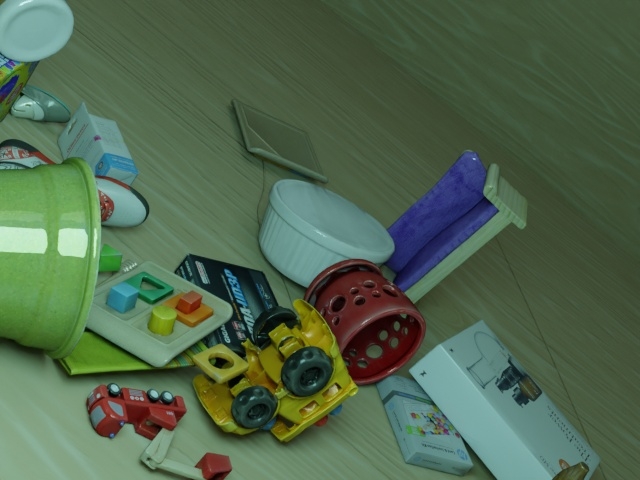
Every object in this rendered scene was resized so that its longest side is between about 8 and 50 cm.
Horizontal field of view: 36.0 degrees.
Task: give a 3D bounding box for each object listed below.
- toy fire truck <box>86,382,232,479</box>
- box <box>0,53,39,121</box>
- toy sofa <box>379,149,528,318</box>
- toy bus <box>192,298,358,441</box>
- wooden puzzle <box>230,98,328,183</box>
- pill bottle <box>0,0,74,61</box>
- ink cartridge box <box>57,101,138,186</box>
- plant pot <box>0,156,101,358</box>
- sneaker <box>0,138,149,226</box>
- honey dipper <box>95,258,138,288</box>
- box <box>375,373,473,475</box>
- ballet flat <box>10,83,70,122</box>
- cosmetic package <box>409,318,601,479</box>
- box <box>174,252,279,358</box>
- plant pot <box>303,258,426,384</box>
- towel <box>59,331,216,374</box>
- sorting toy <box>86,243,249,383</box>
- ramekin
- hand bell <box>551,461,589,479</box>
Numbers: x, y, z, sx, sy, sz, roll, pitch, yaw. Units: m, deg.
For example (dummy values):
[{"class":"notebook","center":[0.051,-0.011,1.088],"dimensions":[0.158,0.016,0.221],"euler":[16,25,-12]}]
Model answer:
[{"class":"toy fire truck","center":[-0.225,0.273,1.368],"dimensions":[0.192,0.047,0.135],"euler":[16,36,-38]},{"class":"box","center":[-0.641,-0.285,1.557],"dimensions":[0.279,0.177,0.290],"euler":[36,26,-10]},{"class":"toy sofa","center":[0.252,-0.009,2.088],"dimensions":[0.177,0.362,0.150],"euler":[43,26,-7]},{"class":"toy bus","center":[-0.055,0.235,1.533],"dimensions":[0.149,0.220,0.211],"euler":[48,-10,49]},{"class":"wooden puzzle","center":[-0.103,-0.230,2.339],"dimensions":[0.221,0.044,0.238],"euler":[22,27,-32]},{"class":"pill bottle","center":[-0.498,-0.407,1.585],"dimensions":[0.131,0.131,0.229],"euler":[5,44,-50]},{"class":"ink cartridge box","center":[-0.395,-0.147,1.741],"dimensions":[0.061,0.104,0.181],"euler":[13,37,-43]},{"class":"plant pot","center":[-0.452,0.012,1.281],"dimensions":[0.254,0.276,0.276],"euler":[6,40,-30]},{"class":"sneaker","center":[-0.412,-0.057,1.598],"dimensions":[0.270,0.090,0.145],"euler":[26,30,-20]},{"class":"honey dipper","center":[-0.342,0.068,1.559],"dimensions":[0.030,0.030,0.161],"euler":[42,28,5]},{"class":"box","center":[0.190,0.338,1.823],"dimensions":[0.145,0.038,0.186],"euler":[21,32,-33]},{"class":"ballet flat","center":[-0.555,-0.259,1.772],"dimensions":[0.213,0.072,0.068],"euler":[33,54,-11]},{"class":"cosmetic package","center":[0.369,0.346,1.936],"dimensions":[0.377,0.097,0.284],"euler":[50,25,12]},{"class":"box","center":[-0.142,0.131,1.697],"dimensions":[0.175,0.051,0.220],"euler":[16,35,-40]},{"class":"plant pot","center":[0.074,0.142,1.814],"dimensions":[0.191,0.191,0.174],"euler":[16,28,-40]},{"class":"towel","center":[-0.274,0.158,1.445],"dimensions":[0.237,0.021,0.102],"euler":[2,23,-40]},{"class":"sorting toy","center":[-0.248,0.097,1.485],"dimensions":[0.348,0.047,0.196],"euler":[27,30,16]},{"class":"ramekin","center":[0.000,0.000,1.962],"dimensions":[0.273,0.127,0.273],"euler":[26,20,-10]},{"class":"hand bell","center":[0.359,0.448,1.638],"dimensions":[0.126,0.242,0.126],"euler":[31,27,-18]}]
